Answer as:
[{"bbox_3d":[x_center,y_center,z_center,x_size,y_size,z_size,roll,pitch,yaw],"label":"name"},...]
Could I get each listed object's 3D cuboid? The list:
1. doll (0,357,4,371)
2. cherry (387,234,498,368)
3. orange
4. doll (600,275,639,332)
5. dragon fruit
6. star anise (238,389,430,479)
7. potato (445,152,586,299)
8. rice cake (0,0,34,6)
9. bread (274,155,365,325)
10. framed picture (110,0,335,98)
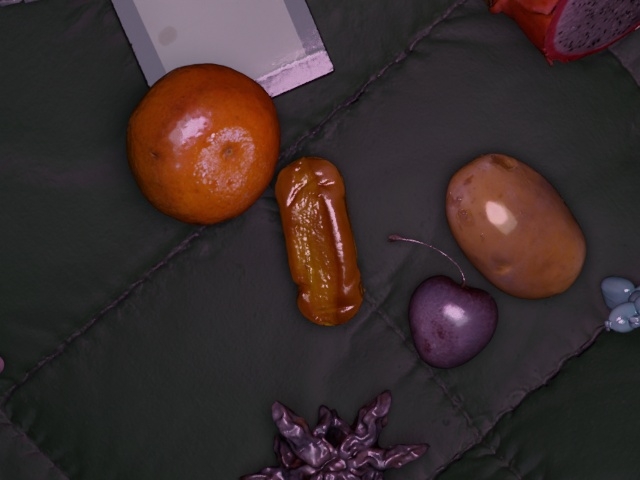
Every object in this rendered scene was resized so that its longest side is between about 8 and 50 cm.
[{"bbox_3d":[-0.563,0.203,1.668,0.160,0.059,0.161,31,95,-3],"label":"doll"},{"bbox_3d":[0.158,0.105,1.647,0.188,0.115,0.148,20,134,5],"label":"cherry"},{"bbox_3d":[-0.161,-0.134,1.574,0.224,0.170,0.224,-13,118,-27],"label":"orange"},{"bbox_3d":[0.461,0.085,1.614,0.159,0.158,0.059,-19,107,-5],"label":"doll"},{"bbox_3d":[0.334,-0.407,1.514,0.305,0.305,0.226,-41,65,3],"label":"dragon fruit"},{"bbox_3d":[0.022,0.332,1.659,0.282,0.129,0.212,-6,79,-4],"label":"star anise"},{"bbox_3d":[0.272,-0.014,1.620,0.234,0.146,0.150,47,124,-5],"label":"potato"},{"bbox_3d":[-0.420,-0.444,1.618,0.124,0.038,0.211,-14,96,1],"label":"rice cake"},{"bbox_3d":[0.000,0.000,1.637,0.102,0.094,0.246,-9,96,6],"label":"bread"},{"bbox_3d":[-0.163,-0.349,1.640,0.265,0.016,0.347,-24,96,2],"label":"framed picture"}]
